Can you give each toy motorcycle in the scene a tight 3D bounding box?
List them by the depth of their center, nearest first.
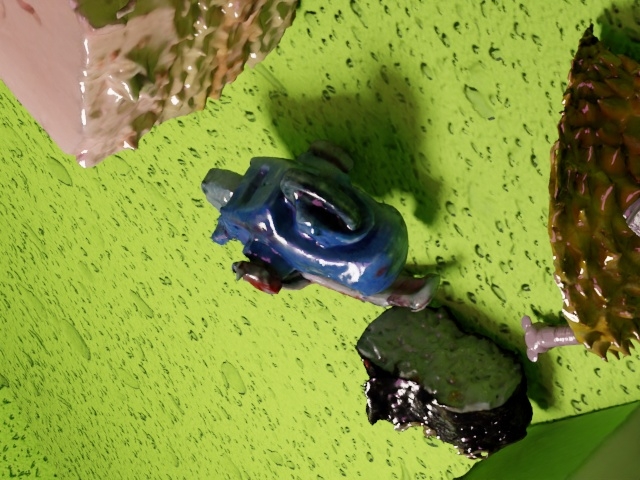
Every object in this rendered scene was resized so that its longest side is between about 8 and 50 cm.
[{"bbox_3d":[0.009,-0.022,2.016,0.319,0.241,0.182,8,90,62],"label":"toy motorcycle"}]

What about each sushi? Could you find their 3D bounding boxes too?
[{"bbox_3d":[0.136,0.170,2.030,0.212,0.147,0.115,27,144,34],"label":"sushi"}]

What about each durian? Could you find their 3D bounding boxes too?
[{"bbox_3d":[0.266,-0.005,1.554,0.185,0.195,0.305,20,138,37],"label":"durian"}]

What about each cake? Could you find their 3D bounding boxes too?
[{"bbox_3d":[-0.198,-0.288,1.806,0.293,0.307,0.314,44,153,19],"label":"cake"}]

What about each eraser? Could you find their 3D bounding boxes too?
[{"bbox_3d":[0.241,0.279,1.931,0.092,0.210,0.274,54,152,-5],"label":"eraser"}]

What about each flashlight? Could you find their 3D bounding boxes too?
[{"bbox_3d":[0.254,0.101,1.883,0.110,0.031,0.052,-12,89,57],"label":"flashlight"}]

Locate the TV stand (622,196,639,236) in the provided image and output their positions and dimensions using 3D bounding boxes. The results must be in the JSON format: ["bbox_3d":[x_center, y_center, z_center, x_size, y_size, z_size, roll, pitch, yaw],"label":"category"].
[{"bbox_3d":[0.325,-0.098,1.375,0.040,0.049,0.256,45,128,16],"label":"TV stand"}]
